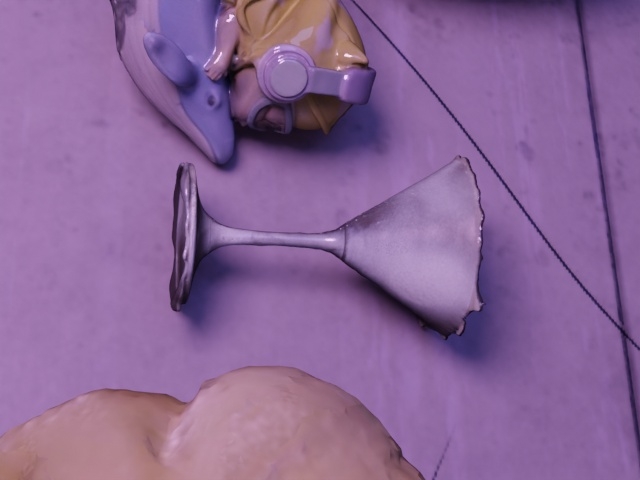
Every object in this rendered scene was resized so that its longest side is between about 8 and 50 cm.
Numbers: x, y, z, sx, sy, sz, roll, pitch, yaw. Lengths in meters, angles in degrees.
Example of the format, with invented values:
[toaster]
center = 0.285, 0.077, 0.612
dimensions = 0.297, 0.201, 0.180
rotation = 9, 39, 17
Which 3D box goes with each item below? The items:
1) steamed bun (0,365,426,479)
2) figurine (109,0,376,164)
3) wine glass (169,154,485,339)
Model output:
[steamed bun]
center = -0.047, 0.249, 0.457
dimensions = 0.325, 0.372, 0.230
rotation = 21, 33, 11
[figurine]
center = -0.046, -0.150, 0.750
dimensions = 0.184, 0.128, 0.208
rotation = 13, 104, -12
[wine glass]
center = 0.000, 0.000, 0.720
dimensions = 0.183, 0.122, 0.122
rotation = 3, 66, -13
